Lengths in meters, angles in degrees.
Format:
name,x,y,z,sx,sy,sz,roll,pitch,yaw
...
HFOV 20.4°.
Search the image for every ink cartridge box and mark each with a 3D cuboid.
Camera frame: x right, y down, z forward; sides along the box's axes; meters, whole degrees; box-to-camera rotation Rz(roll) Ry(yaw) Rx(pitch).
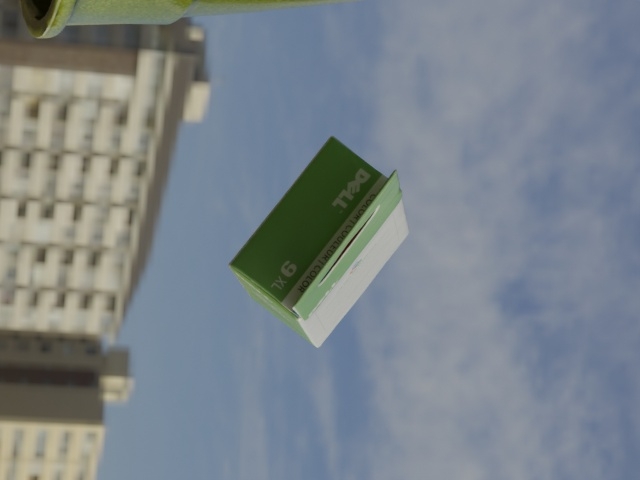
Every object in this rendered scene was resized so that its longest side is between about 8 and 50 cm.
name,x,y,z,sx,sy,sz,roll,pitch,yaw
ink cartridge box,0.000,0.000,1.171,0.109,0.062,0.209,-51,171,-5

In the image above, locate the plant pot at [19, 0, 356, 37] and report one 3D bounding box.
name,x,y,z,sx,sy,sz,roll,pitch,yaw
plant pot,0.032,-0.282,0.947,0.366,0.353,0.366,-179,-90,-74
